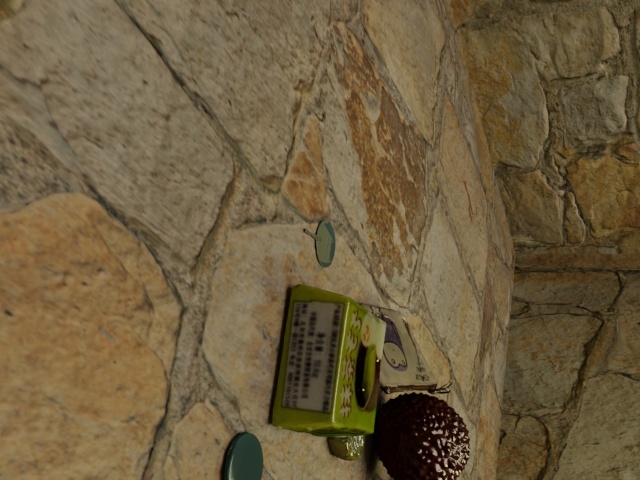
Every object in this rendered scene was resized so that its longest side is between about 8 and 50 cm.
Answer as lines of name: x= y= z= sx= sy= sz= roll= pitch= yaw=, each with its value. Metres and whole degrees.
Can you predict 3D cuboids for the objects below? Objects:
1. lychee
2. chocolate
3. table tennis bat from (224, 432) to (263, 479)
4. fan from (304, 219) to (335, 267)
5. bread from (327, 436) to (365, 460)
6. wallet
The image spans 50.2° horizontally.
lychee: x=0.278 y=0.554 z=1.864 sx=0.300 sy=0.264 sz=0.264 roll=47 pitch=41 yaw=-19
chocolate: x=0.031 y=0.273 z=1.488 sx=0.289 sy=0.137 sz=0.300 roll=38 pitch=55 yaw=-59
table tennis bat: x=-0.146 y=0.445 z=1.226 sx=0.124 sy=0.033 sz=0.201 roll=60 pitch=35 yaw=-44
fan: x=0.000 y=0.000 z=1.584 sx=0.175 sy=0.005 sz=0.113 roll=33 pitch=60 yaw=-61
bread: x=0.073 y=0.454 z=1.661 sx=0.117 sy=0.064 sz=0.156 roll=54 pitch=43 yaw=-53
wallet: x=0.205 y=0.293 z=1.810 sx=0.335 sy=0.068 sz=0.274 roll=16 pitch=41 yaw=-54
